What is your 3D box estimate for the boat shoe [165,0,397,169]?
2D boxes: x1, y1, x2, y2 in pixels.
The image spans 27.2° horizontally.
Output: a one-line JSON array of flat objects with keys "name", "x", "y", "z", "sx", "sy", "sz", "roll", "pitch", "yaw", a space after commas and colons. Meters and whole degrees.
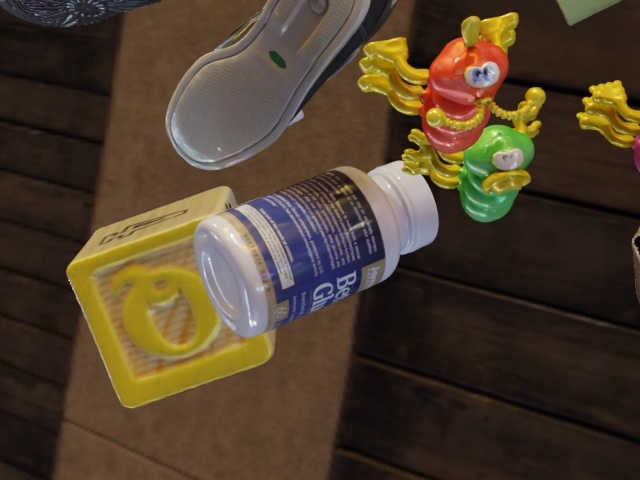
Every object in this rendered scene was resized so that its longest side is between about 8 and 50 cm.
[{"name": "boat shoe", "x": -0.028, "y": -0.129, "z": 0.966, "sx": 0.084, "sy": 0.079, "sz": 0.233, "roll": 51, "pitch": 128, "yaw": 2}]

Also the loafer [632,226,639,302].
[{"name": "loafer", "x": 0.322, "y": 0.040, "z": 1.071, "sx": 0.134, "sy": 0.366, "sz": 0.130, "roll": -33, "pitch": 95, "yaw": -2}]

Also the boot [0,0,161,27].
[{"name": "boot", "x": -0.201, "y": -0.308, "z": 1.223, "sx": 0.190, "sy": 0.076, "sz": 0.208, "roll": -5, "pitch": 72, "yaw": 22}]

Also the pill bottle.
[{"name": "pill bottle", "x": 0.000, "y": 0.000, "z": 0.986, "sx": 0.094, "sy": 0.169, "sz": 0.094, "roll": 47, "pitch": 149, "yaw": 39}]

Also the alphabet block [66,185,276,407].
[{"name": "alphabet block", "x": -0.171, "y": 0.062, "z": 1.590, "sx": 0.193, "sy": 0.197, "sz": 0.192, "roll": -21, "pitch": 102, "yaw": 4}]

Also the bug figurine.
[{"name": "bug figurine", "x": 0.163, "y": -0.081, "z": 0.763, "sx": 0.279, "sy": 0.216, "sz": 0.072, "roll": -15, "pitch": 68, "yaw": -7}]

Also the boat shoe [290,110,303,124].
[{"name": "boat shoe", "x": -0.092, "y": -0.176, "z": 1.699, "sx": 0.102, "sy": 0.301, "sz": 0.108, "roll": -33, "pitch": 107, "yaw": 1}]

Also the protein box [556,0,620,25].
[{"name": "protein box", "x": 0.228, "y": -0.278, "z": 0.931, "sx": 0.201, "sy": 0.200, "sz": 0.136, "roll": -25, "pitch": 77, "yaw": 13}]
